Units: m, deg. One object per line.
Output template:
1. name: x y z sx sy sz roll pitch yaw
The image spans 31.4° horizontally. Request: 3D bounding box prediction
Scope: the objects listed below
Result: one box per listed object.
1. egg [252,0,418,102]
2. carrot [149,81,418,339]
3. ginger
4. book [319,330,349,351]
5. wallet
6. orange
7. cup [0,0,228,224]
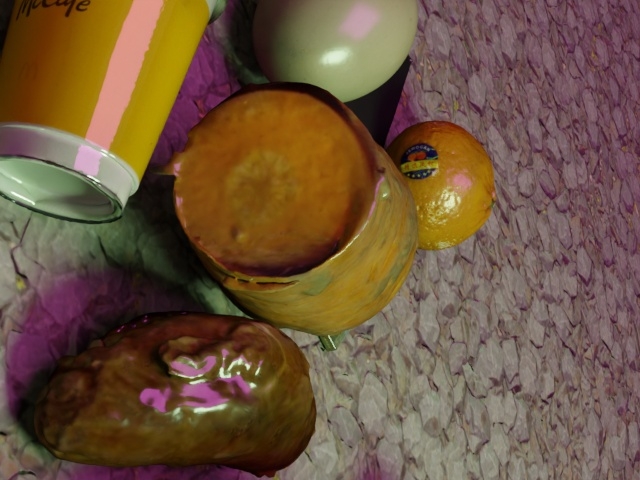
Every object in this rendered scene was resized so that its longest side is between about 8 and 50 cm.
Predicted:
1. egg: 0.016 -0.258 1.355 0.241 0.186 0.186 -43 116 -44
2. carrot: -0.017 -0.023 1.140 0.341 0.224 0.224 61 26 -74
3. ginger: -0.112 0.137 1.067 0.321 0.172 0.165 18 26 -50
4. book: 0.000 0.000 1.401 0.160 0.024 0.228 -50 122 -48
5. wallet: 0.065 -0.210 1.559 0.146 0.030 0.285 58 36 -37
6. orange: 0.155 -0.074 1.535 0.177 0.155 0.177 -8 90 -74
7. cup: -0.200 -0.166 1.014 0.196 0.196 0.280 37 60 -46
